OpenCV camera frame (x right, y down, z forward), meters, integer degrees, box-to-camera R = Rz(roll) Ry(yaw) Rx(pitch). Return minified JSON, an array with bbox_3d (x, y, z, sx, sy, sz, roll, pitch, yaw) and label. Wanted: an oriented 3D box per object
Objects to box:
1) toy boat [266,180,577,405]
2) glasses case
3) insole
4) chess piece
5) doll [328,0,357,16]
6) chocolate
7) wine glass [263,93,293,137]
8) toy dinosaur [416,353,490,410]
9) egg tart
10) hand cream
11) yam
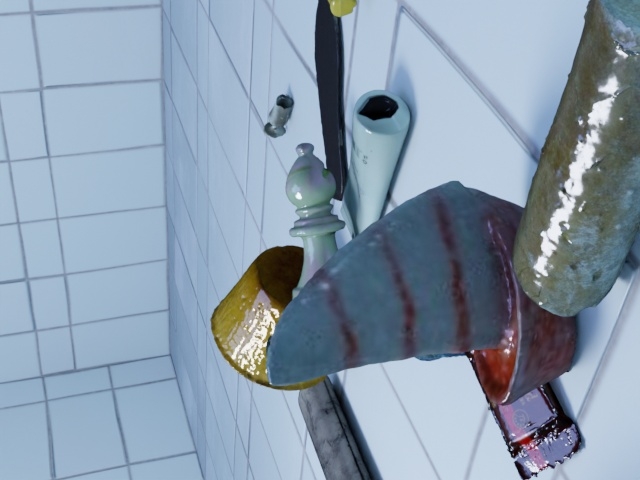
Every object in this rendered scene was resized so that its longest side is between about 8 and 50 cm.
[{"bbox_3d":[0.079,0.054,0.784,0.096,0.282,0.206,144,116,-69],"label":"toy boat"},{"bbox_3d":[0.035,0.355,1.434,0.299,0.060,0.114,-115,21,-44],"label":"glasses case"},{"bbox_3d":[0.017,-0.209,1.323,0.110,0.012,0.309,-157,60,-69],"label":"insole"},{"bbox_3d":[0.000,0.000,1.243,0.139,0.139,0.272,-179,81,-73],"label":"chess piece"},{"bbox_3d":[-0.020,-0.418,1.197,0.138,0.119,0.293,96,153,-54],"label":"doll"},{"bbox_3d":[0.187,0.135,0.873,0.086,0.028,0.182,-47,55,34],"label":"chocolate"},{"bbox_3d":[-0.069,-0.216,1.560,0.083,0.042,0.039,118,156,-51],"label":"wine glass"},{"bbox_3d":[0.110,0.095,1.052,0.147,0.076,0.363,51,165,-13],"label":"toy dinosaur"},{"bbox_3d":[-0.054,0.118,1.409,0.171,0.215,0.215,-62,36,38],"label":"egg tart"},{"bbox_3d":[0.057,-0.078,1.194,0.321,0.067,0.109,102,153,-59],"label":"hand cream"},{"bbox_3d":[0.205,-0.060,0.655,0.093,0.093,0.259,-114,23,-43],"label":"yam"}]
